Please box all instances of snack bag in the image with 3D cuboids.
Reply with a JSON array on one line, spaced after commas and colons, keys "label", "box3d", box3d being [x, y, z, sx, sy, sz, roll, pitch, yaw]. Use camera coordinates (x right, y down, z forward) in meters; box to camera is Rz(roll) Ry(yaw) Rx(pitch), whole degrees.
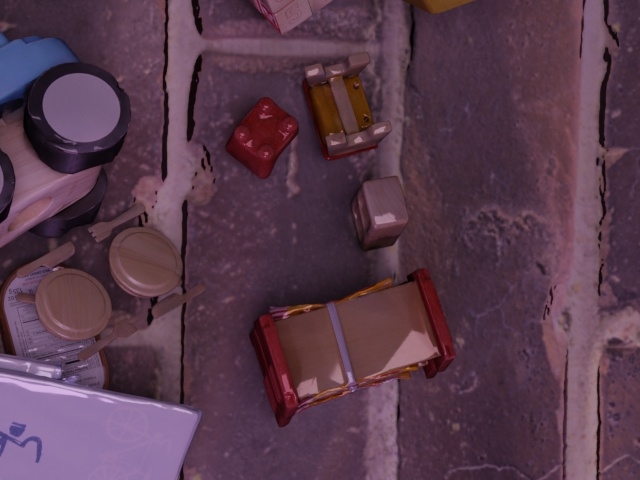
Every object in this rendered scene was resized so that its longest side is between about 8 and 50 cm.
[{"label": "snack bag", "box3d": [-0.322, 0.268, 1.817, 0.343, 0.037, 0.323, 12, 116, -13]}]

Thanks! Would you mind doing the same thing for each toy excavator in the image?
[{"label": "toy excavator", "box3d": [-0.482, -0.145, 1.719, 0.433, 0.222, 0.445, -34, 79, -26]}]

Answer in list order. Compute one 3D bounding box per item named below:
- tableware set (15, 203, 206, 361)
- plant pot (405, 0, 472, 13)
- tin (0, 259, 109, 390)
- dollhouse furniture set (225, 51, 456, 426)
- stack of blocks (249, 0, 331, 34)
[{"label": "tableware set", "box3d": [-0.237, 0.051, 1.836, 0.194, 0.039, 0.128, -31, 80, -38]}, {"label": "plant pot", "box3d": [0.144, -0.369, 1.840, 0.212, 0.212, 0.187, -22, 111, -9]}, {"label": "tin", "box3d": [-0.297, 0.113, 1.838, 0.106, 0.040, 0.189, -14, 80, -14]}, {"label": "dollhouse furniture set", "box3d": [0.000, 0.000, 1.882, 0.201, 0.152, 0.374, -15, 80, -9]}, {"label": "stack of blocks", "box3d": [-0.085, -0.371, 1.743, 0.087, 0.297, 0.171, -36, 61, -7]}]
